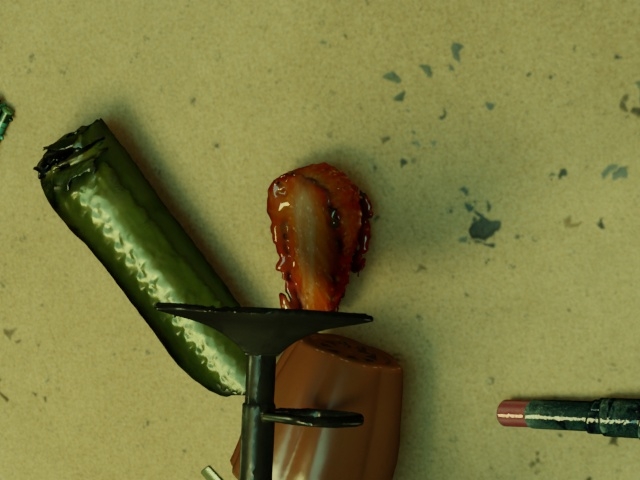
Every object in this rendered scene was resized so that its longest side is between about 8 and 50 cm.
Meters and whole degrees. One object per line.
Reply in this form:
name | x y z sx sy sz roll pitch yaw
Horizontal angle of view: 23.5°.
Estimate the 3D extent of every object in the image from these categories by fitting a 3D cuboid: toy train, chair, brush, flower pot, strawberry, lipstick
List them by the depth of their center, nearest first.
chair | -0.070 0.266 1.557 0.227 0.226 0.400 3 86 23
lipstick | 0.304 0.194 1.669 0.234 0.053 0.053 -2 101 25
flower pot | 0.007 0.201 1.735 0.191 0.191 0.173 19 100 19
strawberry | 0.000 0.000 1.750 0.121 0.082 0.188 22 120 38
brush | -0.117 0.312 1.898 0.083 0.013 0.016 47 117 9
toy train | -0.413 -0.134 1.918 0.045 0.029 0.092 32 111 6

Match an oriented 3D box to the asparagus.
asparagus | -0.196 0.030 1.815 0.382 0.108 0.128 53 147 3
